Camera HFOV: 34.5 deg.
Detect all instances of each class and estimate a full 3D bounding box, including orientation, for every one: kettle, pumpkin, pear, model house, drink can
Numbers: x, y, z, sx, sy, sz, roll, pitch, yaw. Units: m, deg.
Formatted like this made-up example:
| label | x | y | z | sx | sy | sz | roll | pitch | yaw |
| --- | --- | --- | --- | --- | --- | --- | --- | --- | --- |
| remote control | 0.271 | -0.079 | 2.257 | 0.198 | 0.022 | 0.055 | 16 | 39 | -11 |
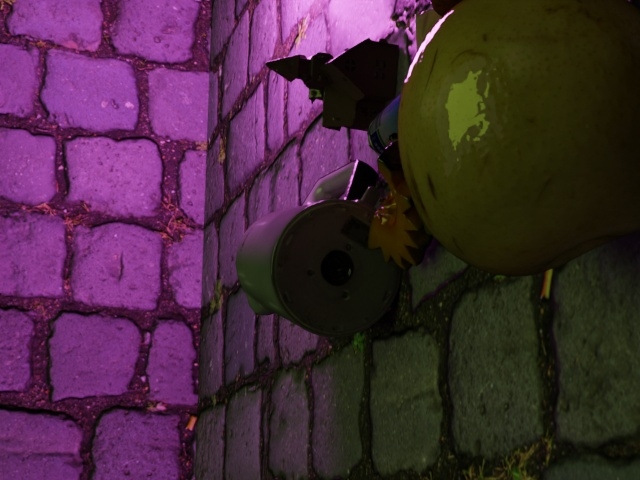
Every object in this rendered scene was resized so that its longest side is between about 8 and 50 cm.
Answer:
| label | x | y | z | sx | sy | sz | roll | pitch | yaw |
| --- | --- | --- | --- | --- | --- | --- | --- | --- | --- |
| kettle | 0.000 | 0.000 | 2.048 | 0.361 | 0.250 | 0.376 | -65 | 16 | -7 |
| pumpkin | 0.171 | -0.065 | 1.781 | 0.130 | 0.149 | 0.254 | 37 | 150 | 24 |
| pear | 0.254 | -0.129 | 1.193 | 0.348 | 0.348 | 0.349 | -174 | 90 | -70 |
| model house | 0.007 | -0.312 | 2.051 | 0.181 | 0.248 | 0.176 | 170 | 105 | -70 |
| drink can | 0.169 | -0.221 | 1.802 | 0.235 | 0.097 | 0.097 | 143 | 130 | -63 |

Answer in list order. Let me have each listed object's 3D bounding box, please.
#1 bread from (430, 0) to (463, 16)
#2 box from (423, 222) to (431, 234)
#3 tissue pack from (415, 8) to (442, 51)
| label | x | y | z | sx | sy | sz | roll | pitch | yaw |
| --- | --- | --- | --- | --- | --- | --- | --- | --- | --- |
| bread | 0.258 | -0.349 | 1.275 | 0.227 | 0.253 | 0.143 | 109 | 164 | -82 |
| box | 0.223 | -0.114 | 1.629 | 0.144 | 0.090 | 0.201 | 125 | 146 | -53 |
| tissue pack | 0.237 | -0.257 | 1.530 | 0.186 | 0.090 | 0.222 | -13 | 66 | 22 |
